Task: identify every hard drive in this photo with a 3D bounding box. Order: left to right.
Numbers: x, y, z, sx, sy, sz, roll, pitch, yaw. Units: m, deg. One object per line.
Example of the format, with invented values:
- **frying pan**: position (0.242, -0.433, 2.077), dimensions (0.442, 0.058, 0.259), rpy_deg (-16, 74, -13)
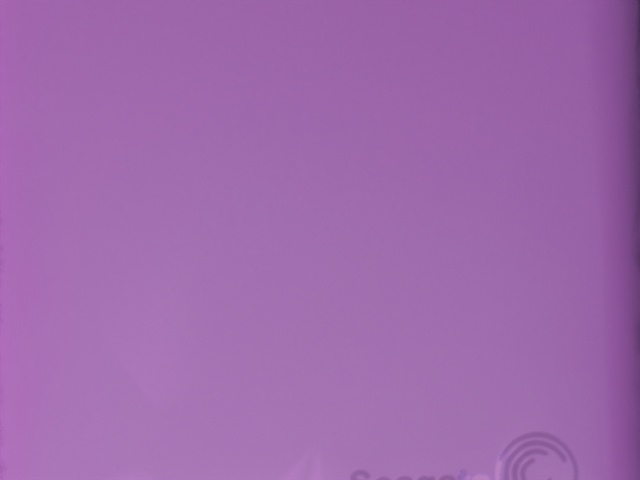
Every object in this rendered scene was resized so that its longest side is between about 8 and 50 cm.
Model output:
- **hard drive**: position (-0.005, -0.064, 0.500), dimensions (0.203, 0.040, 0.307), rpy_deg (-1, 88, -2)
